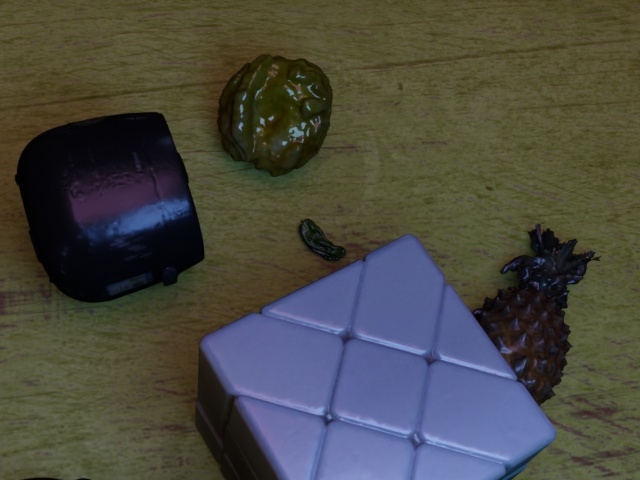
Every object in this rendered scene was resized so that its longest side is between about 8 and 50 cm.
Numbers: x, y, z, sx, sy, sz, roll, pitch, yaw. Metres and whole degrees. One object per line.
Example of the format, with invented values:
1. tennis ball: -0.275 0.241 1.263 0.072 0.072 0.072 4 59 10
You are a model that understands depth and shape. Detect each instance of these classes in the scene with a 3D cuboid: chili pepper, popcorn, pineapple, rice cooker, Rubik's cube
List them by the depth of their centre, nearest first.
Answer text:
1. Rubik's cube: 0.046 0.240 1.159 0.321 0.316 0.319 -27 69 -20
2. rice cooker: -0.294 -0.043 1.264 0.224 0.267 0.267 -19 72 -12
3. pineapple: 0.327 0.118 1.389 0.175 0.175 0.361 40 50 6
4. chili pepper: 0.000 0.001 1.426 0.091 0.030 0.034 41 40 4
5. popcorn: -0.073 -0.202 1.432 0.197 0.155 0.198 0 94 -4

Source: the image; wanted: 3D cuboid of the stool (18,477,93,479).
1. stool: -0.349 0.414 1.085 0.272 0.178 0.272 5 67 -11
